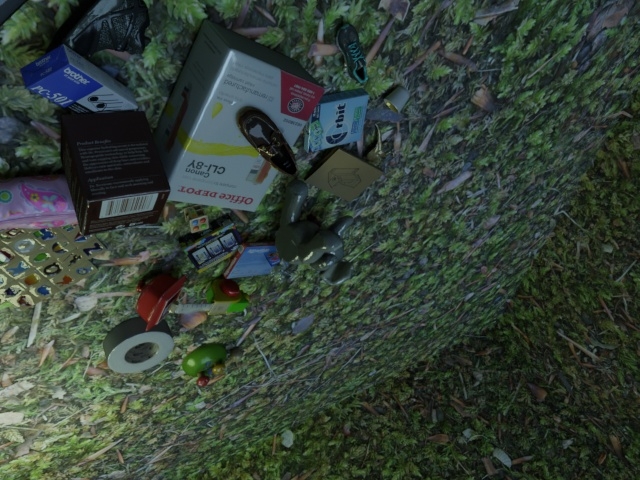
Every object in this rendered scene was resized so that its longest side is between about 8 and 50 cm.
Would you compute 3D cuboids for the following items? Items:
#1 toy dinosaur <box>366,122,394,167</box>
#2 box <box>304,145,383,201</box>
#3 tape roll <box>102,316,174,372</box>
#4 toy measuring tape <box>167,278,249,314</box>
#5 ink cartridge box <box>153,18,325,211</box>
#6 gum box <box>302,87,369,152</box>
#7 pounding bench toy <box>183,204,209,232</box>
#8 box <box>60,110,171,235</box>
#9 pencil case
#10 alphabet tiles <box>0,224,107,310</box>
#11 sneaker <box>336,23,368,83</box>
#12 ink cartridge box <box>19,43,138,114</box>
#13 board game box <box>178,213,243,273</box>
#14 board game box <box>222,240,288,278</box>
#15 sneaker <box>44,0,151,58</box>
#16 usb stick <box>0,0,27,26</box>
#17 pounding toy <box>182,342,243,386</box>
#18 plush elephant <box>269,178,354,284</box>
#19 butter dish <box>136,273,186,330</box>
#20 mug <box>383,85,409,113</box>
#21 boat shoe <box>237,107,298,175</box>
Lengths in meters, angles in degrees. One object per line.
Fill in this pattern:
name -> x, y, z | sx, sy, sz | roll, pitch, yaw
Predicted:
toy dinosaur -> 0.192, -0.290, 1.571 | 0.092, 0.053, 0.183 | -11, 138, -28
box -> 0.075, -0.205, 1.533 | 0.201, 0.021, 0.164 | 20, 134, -37
tape roll -> -0.613, 0.354, 1.637 | 0.219, 0.072, 0.219 | -22, 144, -18
toy measuring tape -> -0.369, 0.183, 1.595 | 0.330, 0.121, 0.121 | 6, 128, -50
ink cartridge box -> -0.212, -0.272, 1.165 | 0.279, 0.160, 0.385 | 6, 127, -44
gum box -> 0.042, -0.345, 1.393 | 0.184, 0.041, 0.157 | -17, 141, -23
pounding bench toy -> -0.353, -0.051, 1.387 | 0.052, 0.065, 0.083 | -19, 142, -22
box -> -0.445, -0.144, 1.039 | 0.168, 0.203, 0.167 | -13, 163, -33
pencil case -> -0.612, -0.085, 1.091 | 0.284, 0.124, 0.124 | -8, 136, -32
alphabet tiles -> -0.747, 0.056, 1.236 | 0.342, 0.011, 0.285 | -29, 145, -9
sneaker -> 0.091, -0.478, 1.249 | 0.065, 0.076, 0.166 | -34, 145, -4
ink cartridge box -> -0.463, -0.296, 0.950 | 0.097, 0.046, 0.207 | -24, 169, 9
board game box -> -0.330, 0.011, 1.494 | 0.170, 0.048, 0.141 | -29, 146, -10
board game box -> -0.189, 0.061, 1.642 | 0.281, 0.027, 0.145 | -2, 135, -53
sneaker -> -0.418, -0.383, 0.931 | 0.227, 0.087, 0.130 | -43, 138, 2
usb stick -> -0.522, -0.441, 0.816 | 0.278, 0.045, 0.077 | -39, 145, 6
pounding toy -> -0.428, 0.513, 1.940 | 0.183, 0.110, 0.237 | -48, 142, 18
plush elephant -> 0.000, 0.000, 1.576 | 0.255, 0.272, 0.330 | -9, 140, -41
butter dish -> -0.507, 0.167, 1.480 | 0.160, 0.118, 0.160 | -59, 180, 27
mug -> 0.231, -0.427, 1.452 | 0.062, 0.078, 0.064 | 40, 94, -21
boat shoe -> -0.112, -0.221, 1.107 | 0.073, 0.073, 0.207 | -41, 145, 7
